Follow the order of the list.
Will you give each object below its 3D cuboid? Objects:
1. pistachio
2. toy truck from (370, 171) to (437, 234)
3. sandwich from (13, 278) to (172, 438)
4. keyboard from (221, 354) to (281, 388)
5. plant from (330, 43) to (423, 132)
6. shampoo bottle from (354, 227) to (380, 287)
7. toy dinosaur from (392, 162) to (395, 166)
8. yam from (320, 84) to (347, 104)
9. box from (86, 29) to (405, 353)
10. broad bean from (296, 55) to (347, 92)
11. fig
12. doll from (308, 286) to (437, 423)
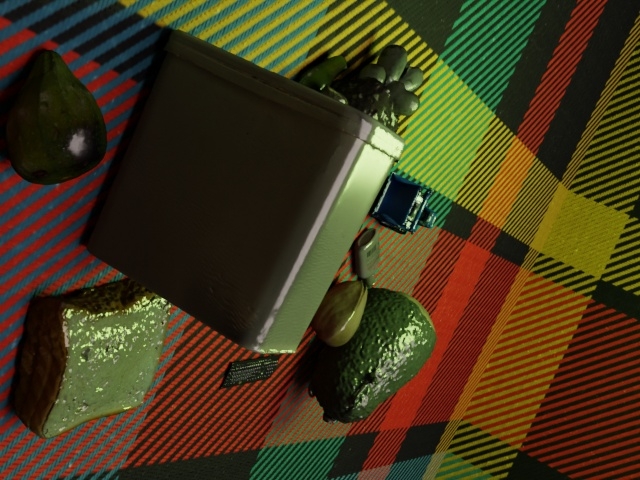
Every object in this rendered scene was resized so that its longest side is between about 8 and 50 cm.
[{"bbox_3d":[0.045,0.157,2.125,0.126,0.108,0.185,-36,-163,44],"label":"pistachio"},{"bbox_3d":[0.194,-0.074,2.169,0.113,0.126,0.208,-66,159,0],"label":"toy truck"},{"bbox_3d":[-0.339,0.175,1.436,0.251,0.087,0.226,-9,122,-60],"label":"sandwich"},{"bbox_3d":[-0.143,0.273,1.992,0.198,0.010,0.064,2,113,-63],"label":"keyboard"},{"bbox_3d":[0.101,-0.266,1.801,0.274,0.149,0.146,-46,150,-40],"label":"plant"},{"bbox_3d":[0.111,0.048,2.236,0.080,0.040,0.165,-49,151,-31],"label":"shampoo bottle"},{"bbox_3d":[0.131,-0.148,2.096,0.180,0.037,0.058,-46,145,-36],"label":"toy dinosaur"},{"bbox_3d":[-0.040,-0.156,1.683,0.253,0.061,0.061,-56,157,12],"label":"yam"},{"bbox_3d":[-0.113,-0.066,1.340,0.177,0.352,0.344,11,105,-64],"label":"box"},{"bbox_3d":[-0.044,-0.251,1.658,0.297,0.043,0.060,-40,137,-40],"label":"broad bean"},{"bbox_3d":[-0.328,-0.151,1.157,0.123,0.123,0.156,-16,89,-58],"label":"fig"},{"bbox_3d":[0.113,0.275,2.246,0.349,0.247,0.247,-53,153,-30],"label":"doll"}]
